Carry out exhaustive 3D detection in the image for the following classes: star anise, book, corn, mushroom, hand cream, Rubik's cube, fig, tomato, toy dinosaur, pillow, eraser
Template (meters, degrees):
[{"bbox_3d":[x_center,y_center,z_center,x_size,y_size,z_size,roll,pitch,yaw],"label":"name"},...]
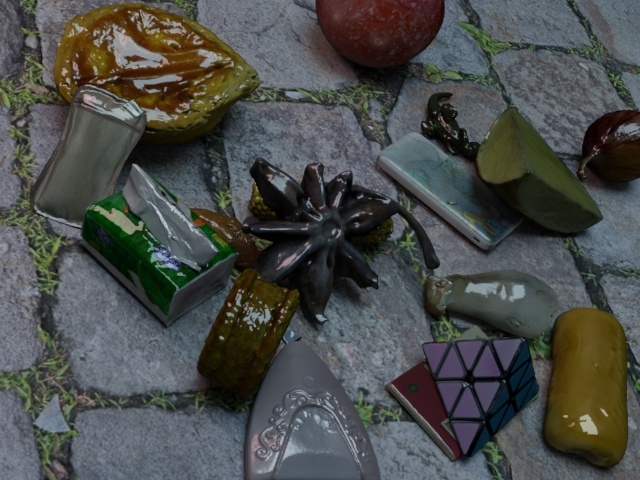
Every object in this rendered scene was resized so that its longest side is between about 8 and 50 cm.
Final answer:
[{"bbox_3d":[0.000,0.000,1.838,0.316,0.139,0.359,-43,107,-16],"label":"star anise"},{"bbox_3d":[0.236,0.244,1.810,0.232,0.022,0.162,-27,66,-39],"label":"book"},{"bbox_3d":[0.004,-0.052,1.943,0.260,0.091,0.091,11,19,-8],"label":"corn"},{"bbox_3d":[0.294,0.095,1.926,0.225,0.093,0.116,17,58,-11],"label":"mushroom"},{"bbox_3d":[-0.072,0.133,1.793,0.093,0.019,0.030,46,46,12],"label":"hand cream"},{"bbox_3d":[0.230,0.254,1.757,0.190,0.211,0.178,10,63,27],"label":"Rubik's cube"},{"bbox_3d":[0.599,-0.192,2.289,0.202,0.149,0.148,-6,85,-7],"label":"fig"},{"bbox_3d":[0.113,-0.477,2.290,0.270,0.227,0.270,26,27,-14],"label":"tomato"},{"bbox_3d":[0.271,-0.221,2.267,0.187,0.087,0.179,55,13,8],"label":"toy dinosaur"},{"bbox_3d":[-0.377,-0.135,1.810,0.131,0.038,0.232,22,86,-7],"label":"pillow"},{"bbox_3d":[-0.023,0.253,1.664,0.204,0.059,0.243,4,52,-20],"label":"eraser"}]

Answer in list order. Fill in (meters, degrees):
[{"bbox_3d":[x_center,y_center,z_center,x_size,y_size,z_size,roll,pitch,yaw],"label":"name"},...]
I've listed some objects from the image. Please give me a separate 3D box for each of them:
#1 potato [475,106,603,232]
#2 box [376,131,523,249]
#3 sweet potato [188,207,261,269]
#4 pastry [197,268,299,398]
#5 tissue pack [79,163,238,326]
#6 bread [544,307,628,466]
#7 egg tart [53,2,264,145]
[{"bbox_3d":[0.425,-0.093,2.132,0.255,0.112,0.269,40,28,-19],"label":"potato"},{"bbox_3d":[0.247,-0.097,2.123,0.285,0.044,0.142,40,42,15],"label":"box"},{"bbox_3d":[-0.148,0.002,1.852,0.206,0.060,0.068,41,82,3],"label":"sweet potato"},{"bbox_3d":[-0.109,0.137,1.647,0.103,0.188,0.188,26,44,-1],"label":"pastry"},{"bbox_3d":[-0.251,-0.003,1.743,0.209,0.156,0.148,42,49,16],"label":"tissue pack"},{"bbox_3d":[0.455,0.235,1.867,0.142,0.091,0.305,24,45,-8],"label":"bread"},{"bbox_3d":[-0.309,-0.287,1.984,0.339,0.153,0.351,33,45,10],"label":"egg tart"}]
